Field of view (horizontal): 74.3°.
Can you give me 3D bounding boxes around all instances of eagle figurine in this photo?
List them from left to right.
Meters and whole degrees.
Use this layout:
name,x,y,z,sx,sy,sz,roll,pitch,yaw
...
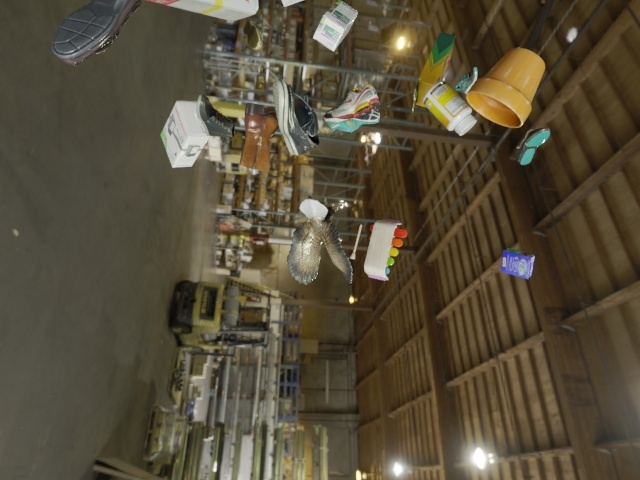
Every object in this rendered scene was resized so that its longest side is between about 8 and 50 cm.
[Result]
name,x,y,z,sx,sy,sz,roll,pitch,yaw
eagle figurine,0.010,0.002,1.516,0.226,0.225,0.299,149,-51,-68

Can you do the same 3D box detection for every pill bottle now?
name,x,y,z,sx,sy,sz,roll,pitch,yaw
pill bottle,0.517,-0.523,1.684,0.215,0.117,0.117,51,-21,11

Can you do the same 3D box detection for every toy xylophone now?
name,x,y,z,sx,sy,sz,roll,pitch,yaw
toy xylophone,0.289,0.030,2.146,0.081,0.236,0.323,23,88,-57

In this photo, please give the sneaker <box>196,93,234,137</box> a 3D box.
name,x,y,z,sx,sy,sz,roll,pitch,yaw
sneaker,-0.410,-0.493,1.675,0.222,0.118,0.083,88,11,-70

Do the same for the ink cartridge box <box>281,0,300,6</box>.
name,x,y,z,sx,sy,sz,roll,pitch,yaw
ink cartridge box,-0.113,-0.882,1.324,0.212,0.093,0.155,64,16,-51

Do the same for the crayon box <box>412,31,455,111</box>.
name,x,y,z,sx,sy,sz,roll,pitch,yaw
crayon box,0.525,-0.770,1.976,0.319,0.081,0.202,-65,166,-9

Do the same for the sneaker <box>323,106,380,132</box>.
name,x,y,z,sx,sy,sz,roll,pitch,yaw
sneaker,0.149,-0.550,1.917,0.107,0.275,0.110,-63,142,-26

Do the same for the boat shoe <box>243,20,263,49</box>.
name,x,y,z,sx,sy,sz,roll,pitch,yaw
boat shoe,-0.207,-0.654,1.355,0.056,0.048,0.153,-55,-138,28

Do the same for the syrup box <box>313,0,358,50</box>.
name,x,y,z,sx,sy,sz,roll,pitch,yaw
syrup box,0.061,-0.832,1.629,0.096,0.093,0.237,-53,-171,44

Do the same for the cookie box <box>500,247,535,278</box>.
name,x,y,z,sx,sy,sz,roll,pitch,yaw
cookie box,0.759,0.088,1.629,0.107,0.040,0.092,19,-62,43

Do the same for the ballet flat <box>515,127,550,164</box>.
name,x,y,z,sx,sy,sz,roll,pitch,yaw
ballet flat,0.753,-0.354,1.516,0.203,0.074,0.074,81,9,-65

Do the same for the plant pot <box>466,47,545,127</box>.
name,x,y,z,sx,sy,sz,roll,pitch,yaw
plant pot,0.614,-0.502,1.367,0.188,0.205,0.205,-57,-167,7

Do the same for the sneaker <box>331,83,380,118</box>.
name,x,y,z,sx,sy,sz,roll,pitch,yaw
sneaker,0.131,-0.528,1.627,0.225,0.088,0.093,-11,-89,44

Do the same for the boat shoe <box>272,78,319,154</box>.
name,x,y,z,sx,sy,sz,roll,pitch,yaw
boat shoe,-0.092,-0.495,1.716,0.500,0.155,0.187,62,17,-77

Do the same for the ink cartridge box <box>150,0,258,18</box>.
name,x,y,z,sx,sy,sz,roll,pitch,yaw
ink cartridge box,-0.419,-0.956,1.466,0.160,0.384,0.280,12,-72,41

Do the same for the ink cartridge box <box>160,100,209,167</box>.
name,x,y,z,sx,sy,sz,roll,pitch,yaw
ink cartridge box,-0.659,-0.513,2.051,0.273,0.114,0.199,-37,-108,47

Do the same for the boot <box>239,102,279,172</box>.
name,x,y,z,sx,sy,sz,roll,pitch,yaw
boot,-0.222,-0.445,1.882,0.096,0.263,0.281,11,-83,54

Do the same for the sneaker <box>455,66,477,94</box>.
name,x,y,z,sx,sy,sz,roll,pitch,yaw
sneaker,0.697,-0.763,2.021,0.166,0.076,0.065,95,2,-69

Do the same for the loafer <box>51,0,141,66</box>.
name,x,y,z,sx,sy,sz,roll,pitch,yaw
loafer,-0.522,-0.525,1.026,0.095,0.108,0.303,94,17,-68
